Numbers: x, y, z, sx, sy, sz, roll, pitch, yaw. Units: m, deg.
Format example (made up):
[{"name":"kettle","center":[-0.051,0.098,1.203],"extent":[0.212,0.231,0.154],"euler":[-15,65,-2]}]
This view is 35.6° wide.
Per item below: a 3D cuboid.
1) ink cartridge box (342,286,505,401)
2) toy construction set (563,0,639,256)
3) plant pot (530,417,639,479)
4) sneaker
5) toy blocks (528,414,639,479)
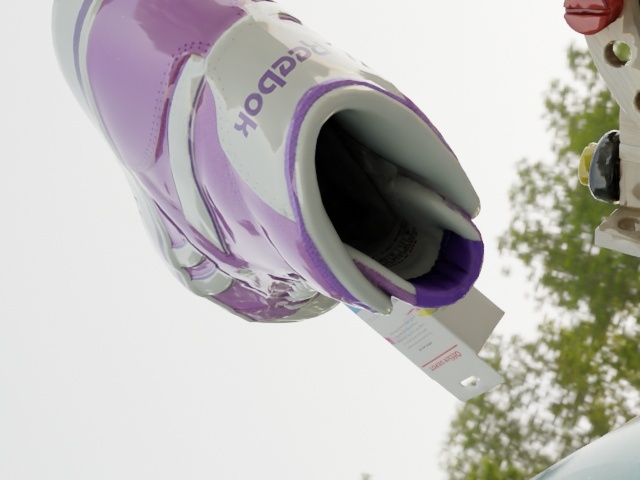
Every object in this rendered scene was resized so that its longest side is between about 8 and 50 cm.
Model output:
[{"name":"ink cartridge box","center":[0.111,0.075,1.010],"extent":[0.181,0.104,0.061],"euler":[41,-118,0]},{"name":"toy construction set","center":[0.283,-0.053,0.675],"extent":[0.309,0.257,0.237],"euler":[-64,-23,-53]},{"name":"plant pot","center":[0.101,0.199,0.303],"extent":[0.195,0.290,0.290],"euler":[-9,-74,-11]},{"name":"sneaker","center":[-0.001,0.001,0.437],"extent":[0.102,0.161,0.282],"euler":[-51,-26,-8]},{"name":"toy blocks","center":[0.364,0.303,1.012],"extent":[0.261,0.191,0.381],"euler":[-28,-55,-7]}]
